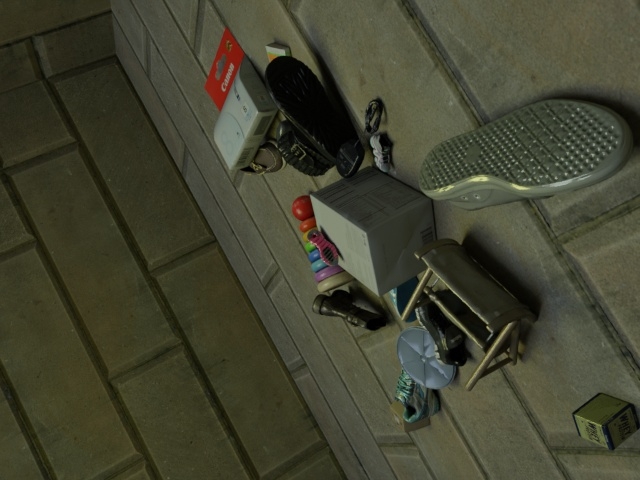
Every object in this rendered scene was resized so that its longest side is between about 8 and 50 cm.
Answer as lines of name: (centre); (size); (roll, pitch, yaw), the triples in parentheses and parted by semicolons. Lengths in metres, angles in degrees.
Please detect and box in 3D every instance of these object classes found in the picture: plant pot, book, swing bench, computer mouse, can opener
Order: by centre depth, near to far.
swing bench: (0.336, 0.154, 1.477); (0.253, 0.165, 0.255); (50, 151, 34)
computer mouse: (0.104, -0.253, 1.642); (0.071, 0.041, 0.242); (55, 137, 24)
can opener: (-0.074, -0.364, 1.928); (0.076, 0.095, 0.283); (55, 159, 20)
book: (-0.110, -0.508, 1.934); (0.096, 0.035, 0.144); (35, 146, 47)
plant pot: (0.295, 0.580, 2.195); (0.109, 0.096, 0.109); (40, 151, 47)

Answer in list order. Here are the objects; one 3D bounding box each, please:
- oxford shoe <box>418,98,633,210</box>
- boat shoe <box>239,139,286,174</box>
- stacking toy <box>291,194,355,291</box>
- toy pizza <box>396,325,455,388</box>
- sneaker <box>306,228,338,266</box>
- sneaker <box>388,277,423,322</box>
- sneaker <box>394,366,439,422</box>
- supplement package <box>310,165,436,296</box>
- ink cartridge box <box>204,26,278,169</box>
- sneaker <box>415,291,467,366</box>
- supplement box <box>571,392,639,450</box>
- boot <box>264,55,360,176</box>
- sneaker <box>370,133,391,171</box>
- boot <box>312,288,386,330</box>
oxford shoe: (0.353, -0.134, 1.139); (0.130, 0.169, 0.449); (23, 166, -25)
boat shoe: (-0.219, -0.293, 2.372); (0.324, 0.096, 0.117); (9, 123, 66)
stacking toy: (0.000, 0.000, 2.186); (0.330, 0.141, 0.141); (68, 161, 9)
toy pizza: (0.308, 0.337, 1.892); (0.201, 0.032, 0.201); (20, 122, 36)
sneaker: (0.013, 0.023, 1.706); (0.119, 0.047, 0.057); (55, -179, 26)
sneaker: (0.222, 0.121, 1.838); (0.092, 0.087, 0.229); (173, 78, -76)
sneaker: (0.288, 0.453, 2.013); (0.110, 0.122, 0.283); (31, 142, 57)
supplement package: (0.137, -0.032, 1.670); (0.262, 0.198, 0.199); (38, 149, 49)
ink cartridge box: (-0.314, -0.488, 2.250); (0.385, 0.091, 0.308); (59, 143, 18)
sneaker: (0.329, 0.239, 1.722); (0.106, 0.078, 0.234); (10, 128, 62)
supplement box: (0.559, 0.353, 1.277); (0.083, 0.083, 0.056); (9, 125, 65)
boot: (-0.061, -0.329, 1.814); (0.348, 0.131, 0.260); (53, 162, -13)
sneaker: (0.159, -0.219, 1.616); (0.098, 0.038, 0.069); (66, 161, -9)
boot: (0.117, 0.244, 2.173); (0.229, 0.263, 0.091); (17, 99, 26)
